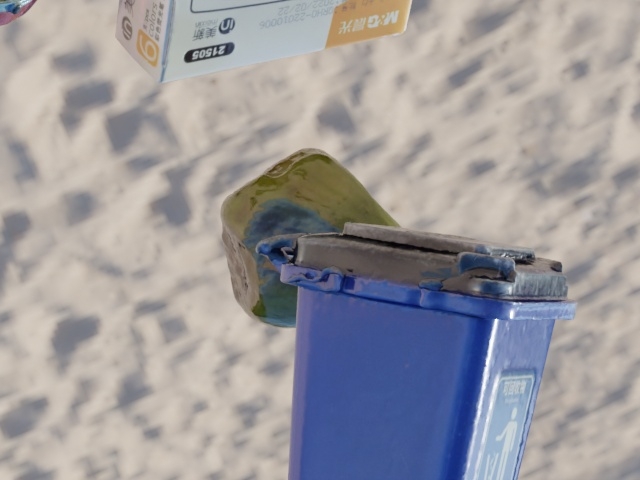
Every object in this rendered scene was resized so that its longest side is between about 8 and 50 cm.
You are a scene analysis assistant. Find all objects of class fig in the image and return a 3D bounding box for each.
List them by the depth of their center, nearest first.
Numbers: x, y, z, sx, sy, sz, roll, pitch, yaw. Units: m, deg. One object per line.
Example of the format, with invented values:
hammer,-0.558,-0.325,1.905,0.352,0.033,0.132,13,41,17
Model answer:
fig,0.000,0.000,1.575,0.166,0.154,0.144,14,148,19

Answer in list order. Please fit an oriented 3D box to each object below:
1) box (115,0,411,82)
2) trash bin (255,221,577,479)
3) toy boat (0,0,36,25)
box,-0.033,-0.265,1.601,0.274,0.091,0.220,-18,135,-32
trash bin,0.050,0.110,1.212,0.184,0.234,0.162,9,-177,27
toy boat,-0.331,-0.237,1.747,0.173,0.069,0.058,0,128,-36
